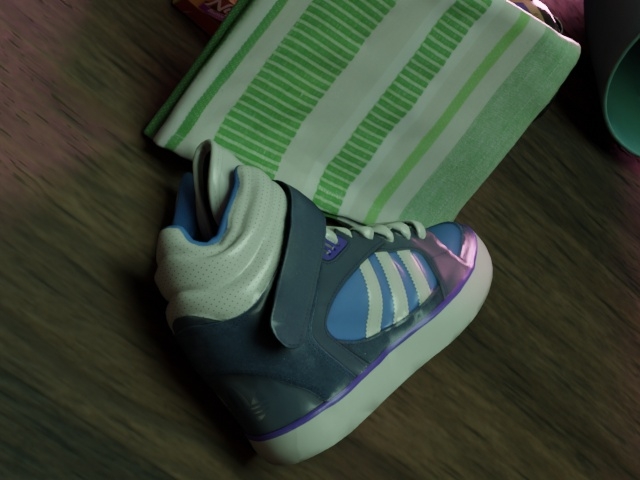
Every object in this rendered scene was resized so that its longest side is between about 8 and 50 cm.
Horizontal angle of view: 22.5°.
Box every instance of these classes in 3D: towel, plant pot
[{"bbox_3d":[0.044,-0.120,1.331,0.325,0.248,0.038,23,21,-40],"label":"towel"},{"bbox_3d":[0.421,-0.263,1.772,0.293,0.293,0.235,26,38,-39],"label":"plant pot"}]

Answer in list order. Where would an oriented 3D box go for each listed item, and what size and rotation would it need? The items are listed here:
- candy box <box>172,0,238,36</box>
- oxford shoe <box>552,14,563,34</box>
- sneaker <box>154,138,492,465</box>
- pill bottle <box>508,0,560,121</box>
[{"bbox_3d":[-0.052,-0.245,1.402,0.109,0.053,0.186,40,49,-29],"label":"candy box"},{"bbox_3d":[0.126,-0.229,1.555,0.271,0.098,0.097,10,66,-46],"label":"oxford shoe"},{"bbox_3d":[-0.001,0.000,1.286,0.323,0.130,0.236,-43,110,-43],"label":"sneaker"},{"bbox_3d":[0.097,-0.160,1.442,0.219,0.123,0.122,-4,75,-28],"label":"pill bottle"}]
